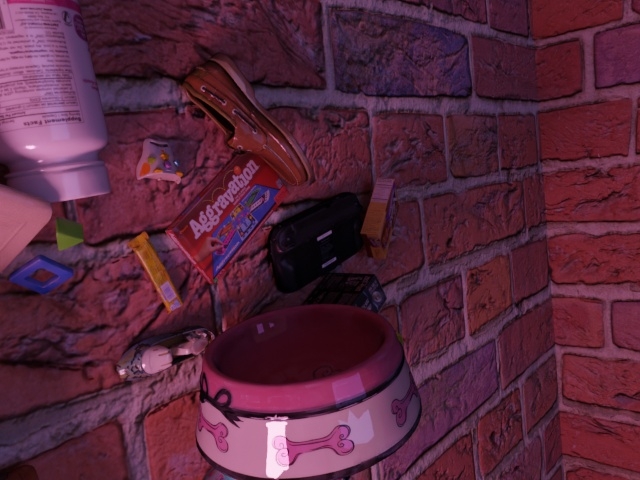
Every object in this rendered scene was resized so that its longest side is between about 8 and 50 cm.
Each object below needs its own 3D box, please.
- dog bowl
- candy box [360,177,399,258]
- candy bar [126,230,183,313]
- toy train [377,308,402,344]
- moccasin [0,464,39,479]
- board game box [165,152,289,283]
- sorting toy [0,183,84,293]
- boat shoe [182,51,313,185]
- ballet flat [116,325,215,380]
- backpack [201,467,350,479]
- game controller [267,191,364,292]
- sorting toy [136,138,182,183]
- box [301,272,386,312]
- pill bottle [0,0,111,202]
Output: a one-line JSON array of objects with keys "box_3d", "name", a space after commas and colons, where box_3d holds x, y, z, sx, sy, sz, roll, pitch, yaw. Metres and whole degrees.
[{"box_3d": [-0.030, 0.241, 0.976, 0.408, 0.408, 0.150, -22, 111, -46], "name": "dog bowl"}, {"box_3d": [0.158, -0.058, 1.424, 0.109, 0.053, 0.186, 68, 36, -50], "name": "candy box"}, {"box_3d": [-0.294, 0.062, 0.985, 0.040, 0.018, 0.161, -40, 118, -37], "name": "candy bar"}, {"box_3d": [0.146, 0.244, 1.376, 0.248, 0.143, 0.105, -43, 120, -39], "name": "toy train"}, {"box_3d": [-0.406, 0.513, 0.762, 0.147, 0.139, 0.379, -9, 79, -58], "name": "moccasin"}, {"box_3d": [-0.178, -0.062, 1.110, 0.145, 0.027, 0.281, 56, 52, -30], "name": "board game box"}, {"box_3d": [-0.476, -0.021, 0.696, 0.348, 0.196, 0.047, 23, 35, -46], "name": "sorting toy"}, {"box_3d": [-0.144, -0.213, 1.080, 0.104, 0.111, 0.307, -46, 103, -21], "name": "boat shoe"}, {"box_3d": [-0.268, 0.198, 0.978, 0.188, 0.070, 0.070, -22, 106, -46], "name": "ballet flat"}, {"box_3d": [-0.100, 0.446, 1.045, 0.253, 0.225, 0.191, -36, 113, -31], "name": "backpack"}, {"box_3d": [0.000, 0.000, 1.293, 0.319, 0.067, 0.166, -29, 125, -44], "name": "game controller"}, {"box_3d": [-0.289, -0.147, 0.986, 0.083, 0.045, 0.075, 1, 70, -48], "name": "sorting toy"}, {"box_3d": [0.041, 0.159, 1.259, 0.180, 0.147, 0.077, -48, 123, -38], "name": "box"}, {"box_3d": [-0.395, -0.195, 0.771, 0.160, 0.160, 0.282, -19, 104, -46], "name": "pill bottle"}]
